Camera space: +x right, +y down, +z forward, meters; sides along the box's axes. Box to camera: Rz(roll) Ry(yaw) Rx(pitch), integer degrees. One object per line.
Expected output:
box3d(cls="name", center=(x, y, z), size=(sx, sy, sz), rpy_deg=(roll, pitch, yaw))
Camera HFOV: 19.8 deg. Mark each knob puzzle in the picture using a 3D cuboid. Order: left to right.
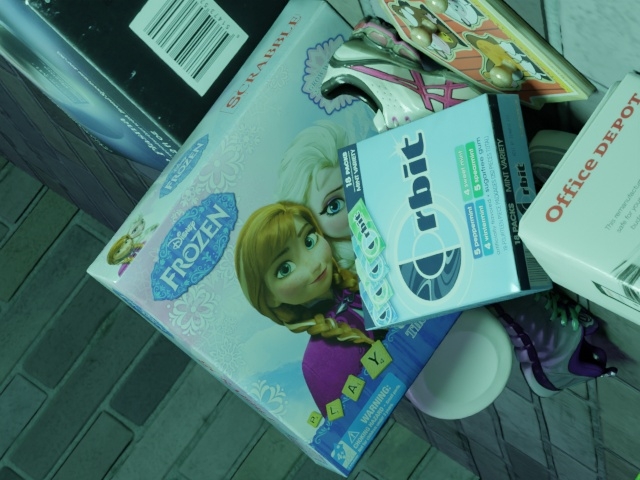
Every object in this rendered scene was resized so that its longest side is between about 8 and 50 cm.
box3d(cls="knob puzzle", center=(0.104, -0.160, 1.446), size=(0.213, 0.030, 0.213), rpy_deg=(35, 169, 7))

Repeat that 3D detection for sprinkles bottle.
box3d(cls="sprinkles bottle", center=(0.092, 0.071, 1.985), size=(0.121, 0.121, 0.355), rpy_deg=(42, -176, -24))

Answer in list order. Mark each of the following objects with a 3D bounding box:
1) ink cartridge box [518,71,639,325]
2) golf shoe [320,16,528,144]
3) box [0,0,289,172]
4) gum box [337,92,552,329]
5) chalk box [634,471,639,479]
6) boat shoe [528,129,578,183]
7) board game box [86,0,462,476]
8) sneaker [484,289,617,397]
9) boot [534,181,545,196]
box3d(cls="ink cartridge box", center=(0.264, -0.009, 1.269), size=(0.203, 0.148, 0.086), rpy_deg=(29, 169, 38))
box3d(cls="golf shoe", center=(0.088, -0.111, 1.558), size=(0.186, 0.086, 0.067), rpy_deg=(31, 165, 18))
box3d(cls="box", center=(-0.187, -0.209, 1.751), size=(0.296, 0.183, 0.294), rpy_deg=(44, 168, -31))
box3d(cls="gum box", center=(0.096, -0.020, 1.475), size=(0.041, 0.157, 0.184), rpy_deg=(-3, 170, -41))
box3d(cls="chalk box", center=(0.365, 0.229, 1.572), size=(0.180, 0.289, 0.179), rpy_deg=(34, 169, 13))
box3d(cls="boat shoe", center=(0.253, -0.010, 1.473), size=(0.227, 0.081, 0.079), rpy_deg=(32, 168, 20))
box3d(cls="board game box", center=(0.000, 0.000, 1.682), size=(0.318, 0.319, 0.066), rpy_deg=(42, 167, -29))
box3d(cls="sneaker", center=(0.237, 0.067, 1.942), size=(0.098, 0.083, 0.224), rpy_deg=(-15, 125, 25))
box3d(cls="boot", center=(0.168, -0.019, 1.575), size=(0.178, 0.085, 0.236), rpy_deg=(14, -172, -35))
